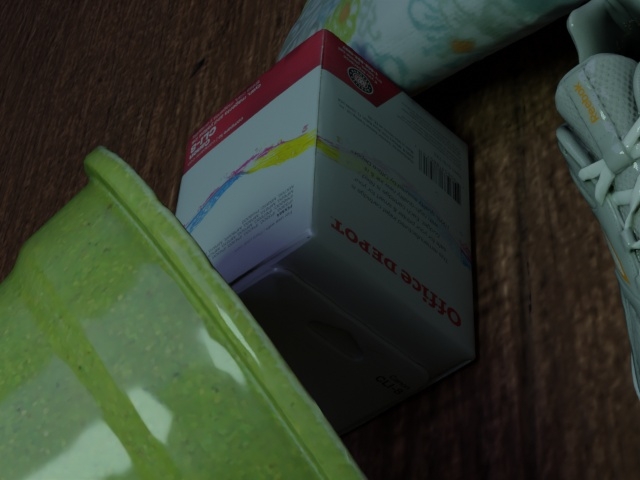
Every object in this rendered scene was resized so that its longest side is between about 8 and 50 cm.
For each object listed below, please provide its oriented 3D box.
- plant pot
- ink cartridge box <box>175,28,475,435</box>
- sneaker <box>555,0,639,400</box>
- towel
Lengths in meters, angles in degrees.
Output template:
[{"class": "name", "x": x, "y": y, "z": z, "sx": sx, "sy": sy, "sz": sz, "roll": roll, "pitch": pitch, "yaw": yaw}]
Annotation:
[{"class": "plant pot", "x": -0.115, "y": 0.145, "z": 0.579, "sx": 0.254, "sy": 0.276, "sz": 0.276, "roll": -35, "pitch": 27, "yaw": -10}, {"class": "ink cartridge box", "x": 0.000, "y": 0.000, "z": 0.801, "sx": 0.127, "sy": 0.128, "sz": 0.176, "roll": -35, "pitch": 32, "yaw": 31}, {"class": "sneaker", "x": 0.147, "y": -0.015, "z": 0.613, "sx": 0.099, "sy": 0.121, "sz": 0.262, "roll": -35, "pitch": 33, "yaw": 30}, {"class": "towel", "x": 0.121, "y": -0.248, "z": 0.903, "sx": 0.374, "sy": 0.090, "sz": 0.320, "roll": -63, "pitch": 15, "yaw": -22}]
